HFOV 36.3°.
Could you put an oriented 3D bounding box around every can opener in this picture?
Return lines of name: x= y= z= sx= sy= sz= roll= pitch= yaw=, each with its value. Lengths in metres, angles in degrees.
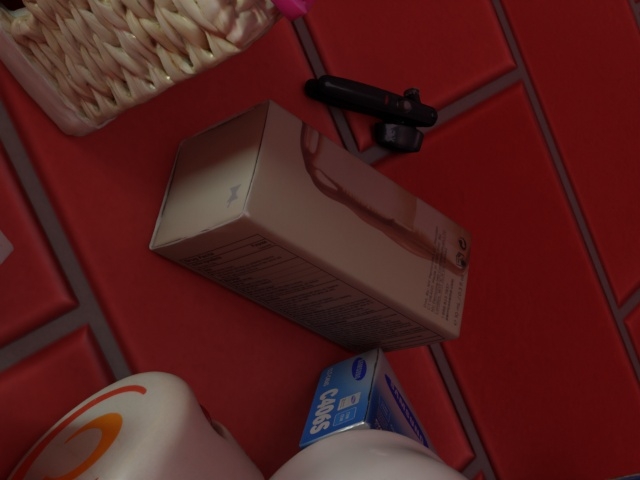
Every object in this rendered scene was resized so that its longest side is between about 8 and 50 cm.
can opener: x=0.064 y=-0.158 z=1.142 sx=0.186 sy=0.059 sz=0.073 roll=17 pitch=69 yaw=-40

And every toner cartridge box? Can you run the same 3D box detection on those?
toner cartridge box: x=0.101 y=0.299 z=1.008 sx=0.348 sy=0.075 sz=0.165 roll=62 pitch=15 yaw=-14

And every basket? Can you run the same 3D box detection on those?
basket: x=-0.158 y=-0.324 z=0.834 sx=0.328 sy=0.266 sz=0.331 roll=53 pitch=52 yaw=-22

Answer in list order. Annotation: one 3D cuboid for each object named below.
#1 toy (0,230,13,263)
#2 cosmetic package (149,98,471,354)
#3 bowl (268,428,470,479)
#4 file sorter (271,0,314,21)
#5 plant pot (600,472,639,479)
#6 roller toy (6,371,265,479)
toy: x=-0.352 y=-0.034 z=0.725 sx=0.237 sy=0.056 sz=0.137 roll=55 pitch=46 yaw=-26
cosmetic package: x=0.000 y=0.000 z=0.982 sx=0.296 sy=0.153 sz=0.129 roll=31 pitch=59 yaw=-36
bowl: x=0.073 y=0.308 z=0.808 sx=0.298 sy=0.134 sz=0.298 roll=5 pitch=81 yaw=-35
file sorter: x=-0.019 y=-0.344 z=0.658 sx=0.290 sy=0.182 sz=0.202 roll=43 pitch=55 yaw=-28
plant pot: x=0.364 y=0.400 z=1.146 sx=0.236 sy=0.236 sz=0.212 roll=-6 pitch=78 yaw=-62
roller toy: x=-0.142 y=0.212 z=0.765 sx=0.146 sy=0.209 sz=0.191 roll=54 pitch=30 yaw=-21
